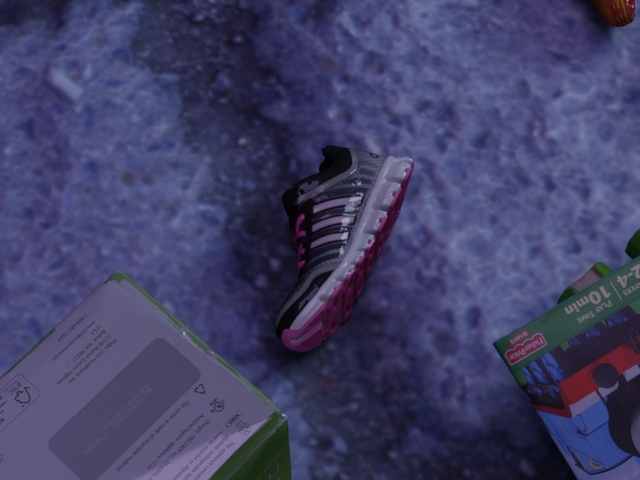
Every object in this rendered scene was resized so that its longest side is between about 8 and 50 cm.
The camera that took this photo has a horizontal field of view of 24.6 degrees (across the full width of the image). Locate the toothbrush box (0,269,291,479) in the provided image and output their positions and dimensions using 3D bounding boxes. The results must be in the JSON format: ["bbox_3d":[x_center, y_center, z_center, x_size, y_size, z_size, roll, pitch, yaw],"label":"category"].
[{"bbox_3d":[-0.124,0.176,0.784,0.122,0.283,0.206,40,68,17],"label":"toothbrush box"}]

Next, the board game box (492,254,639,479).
[{"bbox_3d":[0.227,0.111,0.882,0.160,0.039,0.211,-32,84,3],"label":"board game box"}]

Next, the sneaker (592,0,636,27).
[{"bbox_3d":[0.196,-0.228,1.128,0.067,0.064,0.175,-23,58,10],"label":"sneaker"}]

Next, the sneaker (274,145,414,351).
[{"bbox_3d":[0.000,0.000,1.001,0.075,0.063,0.170,23,60,11],"label":"sneaker"}]

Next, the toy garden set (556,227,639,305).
[{"bbox_3d":[0.313,0.029,0.948,0.244,0.049,0.204,-36,65,-22],"label":"toy garden set"}]
